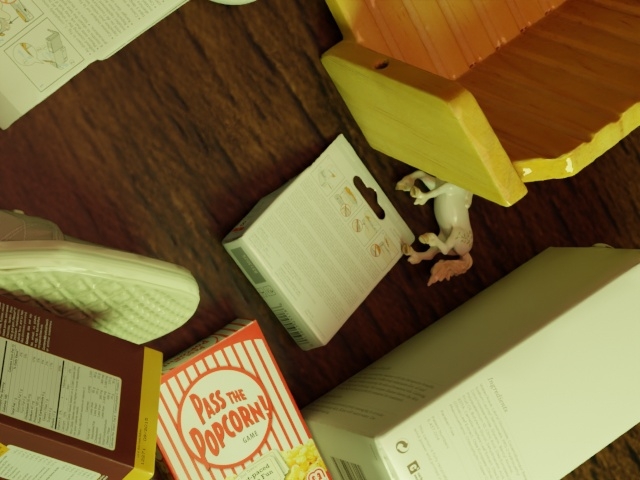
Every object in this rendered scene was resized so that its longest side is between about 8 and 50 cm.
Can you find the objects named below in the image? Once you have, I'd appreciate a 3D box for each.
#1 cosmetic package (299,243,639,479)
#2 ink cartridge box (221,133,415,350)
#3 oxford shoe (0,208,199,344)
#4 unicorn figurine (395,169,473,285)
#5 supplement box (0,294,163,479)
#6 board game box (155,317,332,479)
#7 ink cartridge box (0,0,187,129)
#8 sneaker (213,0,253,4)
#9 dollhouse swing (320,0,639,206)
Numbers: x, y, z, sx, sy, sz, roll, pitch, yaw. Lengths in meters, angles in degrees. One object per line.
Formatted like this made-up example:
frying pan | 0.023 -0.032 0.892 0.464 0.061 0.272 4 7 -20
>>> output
cosmetic package | 0.181 0.154 1.697 0.365 0.197 0.155 -30 103 -21
ink cartridge box | 0.000 0.000 1.703 0.145 0.045 0.179 54 52 -16
oxford shoe | -0.316 0.016 1.490 0.449 0.169 0.130 7 52 -27
unicorn figurine | 0.136 -0.039 1.753 0.111 0.060 0.162 -6 108 -35
supplement box | -0.270 0.165 1.461 0.194 0.191 0.129 23 45 -24
board game box | -0.091 0.195 1.647 0.147 0.045 0.193 -31 103 -22
ink cartridge box | -0.282 -0.282 1.491 0.296 0.261 0.066 50 29 -18
sneaker | -0.154 -0.315 1.553 0.305 0.152 0.114 18 85 -23
dollhouse swing | 0.182 -0.282 1.653 0.347 0.315 0.305 -35 125 -21
